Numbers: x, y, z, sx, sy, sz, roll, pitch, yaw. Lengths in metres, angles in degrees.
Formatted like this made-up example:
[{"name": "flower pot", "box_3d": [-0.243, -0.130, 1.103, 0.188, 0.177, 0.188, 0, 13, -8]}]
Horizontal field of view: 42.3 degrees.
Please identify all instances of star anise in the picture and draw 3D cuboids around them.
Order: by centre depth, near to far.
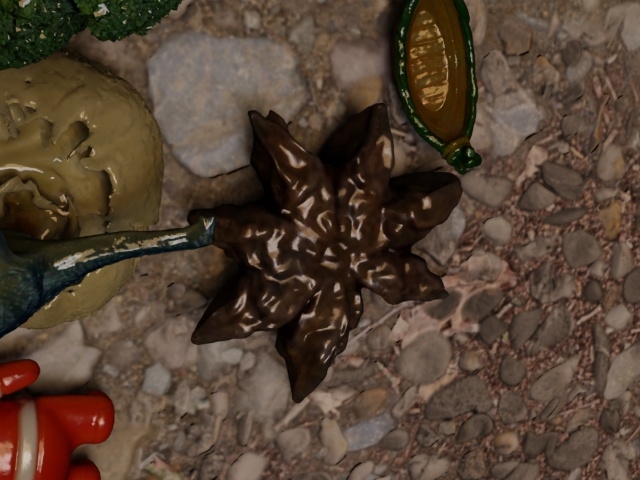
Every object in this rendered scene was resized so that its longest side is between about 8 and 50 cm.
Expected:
[{"name": "star anise", "box_3d": [0.008, 0.016, 0.830, 0.315, 0.108, 0.315, -3, 99, -23]}]

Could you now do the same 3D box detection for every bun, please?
[{"name": "bun", "box_3d": [-0.248, -0.046, 0.681, 0.259, 0.152, 0.259, -6, 109, -19]}]

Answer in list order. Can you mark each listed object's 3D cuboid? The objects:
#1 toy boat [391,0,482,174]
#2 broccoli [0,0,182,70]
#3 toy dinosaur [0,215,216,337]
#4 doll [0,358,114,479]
[{"name": "toy boat", "box_3d": [0.119, -0.180, 0.830, 0.089, 0.088, 0.229, -19, 112, -16]}, {"name": "broccoli", "box_3d": [-0.186, -0.264, 0.543, 0.275, 0.308, 0.308, 20, 97, -43]}, {"name": "toy dinosaur", "box_3d": [-0.255, 0.042, 0.589, 0.363, 0.076, 0.147, -31, 133, 3]}, {"name": "doll", "box_3d": [-0.359, 0.194, 0.736, 0.336, 0.105, 0.199, 5, 105, -32]}]
